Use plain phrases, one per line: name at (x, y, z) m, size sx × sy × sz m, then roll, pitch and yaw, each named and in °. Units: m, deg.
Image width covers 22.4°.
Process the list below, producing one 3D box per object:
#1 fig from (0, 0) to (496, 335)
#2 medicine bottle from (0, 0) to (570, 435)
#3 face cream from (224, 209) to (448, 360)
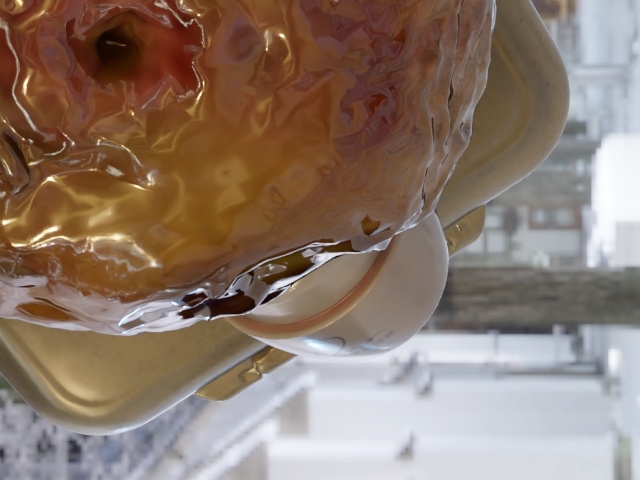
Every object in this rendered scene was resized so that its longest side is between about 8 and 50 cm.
fig at (-0.078, -0.149, 0.667) m, size 0.368 × 0.286 × 0.286 m, roll -97°, pitch 1°, yaw -53°
medicine bottle at (-0.060, -0.070, 0.936) m, size 0.282 × 0.375 × 0.123 m, roll 55°, pitch -171°, yaw -15°
face cream at (0.000, 0.000, 0.790) m, size 0.104 × 0.117 × 0.117 m, roll 38°, pitch -133°, yaw -48°
